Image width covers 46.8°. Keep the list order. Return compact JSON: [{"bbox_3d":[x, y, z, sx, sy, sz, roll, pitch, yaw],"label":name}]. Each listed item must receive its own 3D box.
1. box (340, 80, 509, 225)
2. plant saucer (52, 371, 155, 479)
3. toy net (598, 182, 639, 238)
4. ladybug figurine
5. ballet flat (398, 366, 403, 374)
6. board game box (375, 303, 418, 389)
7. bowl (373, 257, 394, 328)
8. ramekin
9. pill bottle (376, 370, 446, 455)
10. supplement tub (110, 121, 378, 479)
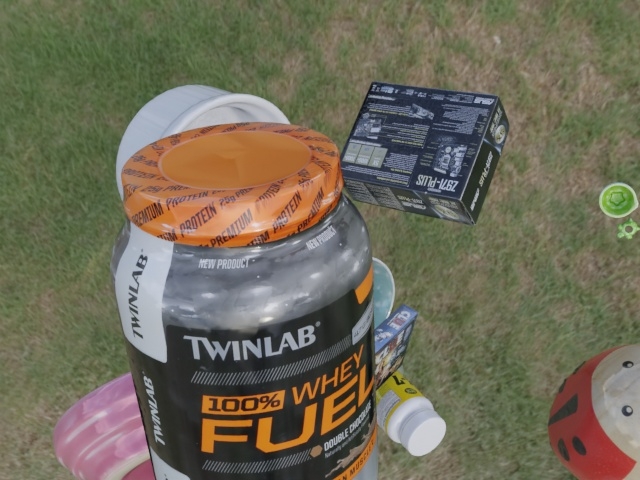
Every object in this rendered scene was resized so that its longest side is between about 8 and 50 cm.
[{"bbox_3d":[0.130,-0.115,0.948,0.180,0.077,0.147,13,73,30],"label":"box"},{"bbox_3d":[-0.154,0.237,0.915,0.332,0.332,0.084,-17,61,-8],"label":"plant saucer"},{"bbox_3d":[0.658,-0.093,1.408,0.232,0.045,0.122,-29,90,22],"label":"toy net"},{"bbox_3d":[0.608,0.379,1.584,0.161,0.449,0.305,11,58,2],"label":"ladybug figurine"},{"bbox_3d":[0.141,0.277,1.850,0.213,0.068,0.072,37,49,-16],"label":"ballet flat"},{"bbox_3d":[0.108,0.256,1.536,0.042,0.165,0.243,30,41,24],"label":"board game box"},{"bbox_3d":[0.024,0.148,1.920,0.311,0.312,0.163,-37,42,-15],"label":"bowl"},{"bbox_3d":[-0.179,-0.107,1.148,0.277,0.277,0.135,-45,48,-17],"label":"ramekin"},{"bbox_3d":[0.173,0.369,1.624,0.119,0.119,0.208,-33,39,-14],"label":"pill bottle"},{"bbox_3d":[-0.056,0.086,0.623,0.207,0.338,0.207,-3,28,2],"label":"supplement tub"}]
